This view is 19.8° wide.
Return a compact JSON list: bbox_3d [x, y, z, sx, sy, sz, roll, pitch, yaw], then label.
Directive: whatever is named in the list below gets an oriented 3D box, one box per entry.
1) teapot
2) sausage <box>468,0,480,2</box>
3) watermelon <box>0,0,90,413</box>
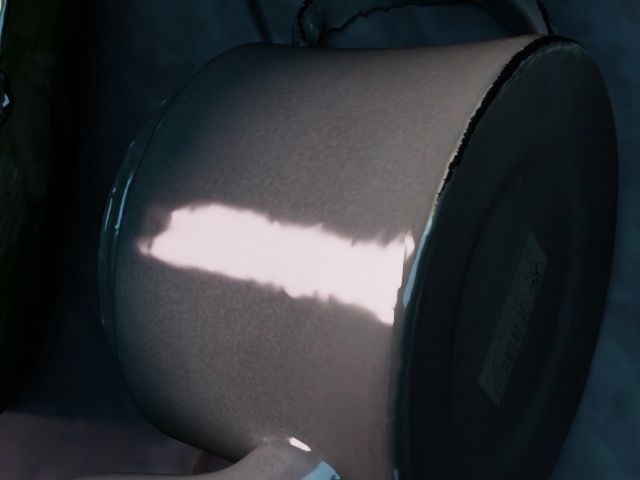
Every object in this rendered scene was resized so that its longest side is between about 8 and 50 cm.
[{"bbox_3d":[0.000,0.000,0.575,0.149,0.162,0.239,11,57,27],"label":"teapot"},{"bbox_3d":[-0.035,-0.201,0.555,0.076,0.103,0.302,-43,80,20],"label":"sausage"},{"bbox_3d":[-0.170,-0.073,0.634,0.302,0.151,0.264,0,82,31],"label":"watermelon"}]
